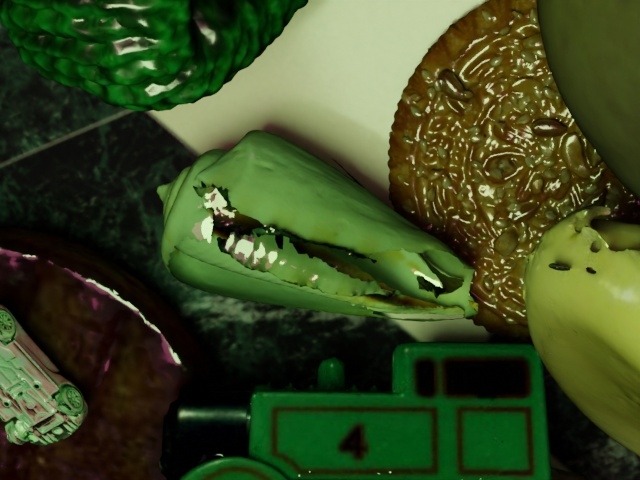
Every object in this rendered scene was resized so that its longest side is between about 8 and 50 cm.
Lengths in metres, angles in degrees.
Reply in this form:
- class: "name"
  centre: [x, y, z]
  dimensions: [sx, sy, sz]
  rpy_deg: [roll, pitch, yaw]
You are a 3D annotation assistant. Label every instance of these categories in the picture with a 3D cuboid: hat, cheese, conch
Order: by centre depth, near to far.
- class: "cheese"
  centre: [0.256, 0.083, 1.144]
  dimensions: [0.259, 0.316, 0.128]
  rpy_deg: [14, 66, 37]
- class: "hat"
  centre: [-0.176, -0.250, 1.207]
  dimensions: [0.332, 0.274, 0.242]
  rpy_deg: [17, 141, 28]
- class: "conch"
  centre: [-0.011, 0.001, 1.266]
  dimensions: [0.250, 0.137, 0.143]
  rpy_deg: [24, 145, 24]

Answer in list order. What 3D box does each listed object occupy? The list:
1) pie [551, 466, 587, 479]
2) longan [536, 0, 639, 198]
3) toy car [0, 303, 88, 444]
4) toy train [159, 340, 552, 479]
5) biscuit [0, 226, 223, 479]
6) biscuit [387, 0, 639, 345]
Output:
- class: "pie"
  centre: [0.163, 0.262, 1.362]
  dimensions: [0.193, 0.079, 0.163]
  rpy_deg: [-4, 91, 9]
- class: "longan"
  centre: [0.322, -0.174, 1.075]
  dimensions: [0.361, 0.361, 0.361]
  rpy_deg: [3, 106, 10]
- class: "toy car"
  centre: [-0.244, 0.102, 1.310]
  dimensions: [0.069, 0.055, 0.142]
  rpy_deg: [-30, 110, 25]
- class: "toy train"
  centre: [0.031, 0.200, 1.256]
  dimensions: [0.429, 0.178, 0.249]
  rpy_deg: [1, 68, 1]
- class: "biscuit"
  centre: [-0.261, 0.182, 1.412]
  dimensions: [0.407, 0.091, 0.407]
  rpy_deg: [3, 107, 8]
- class: "biscuit"
  centre: [0.197, -0.054, 1.285]
  dimensions: [0.305, 0.038, 0.305]
  rpy_deg: [3, 106, 10]
